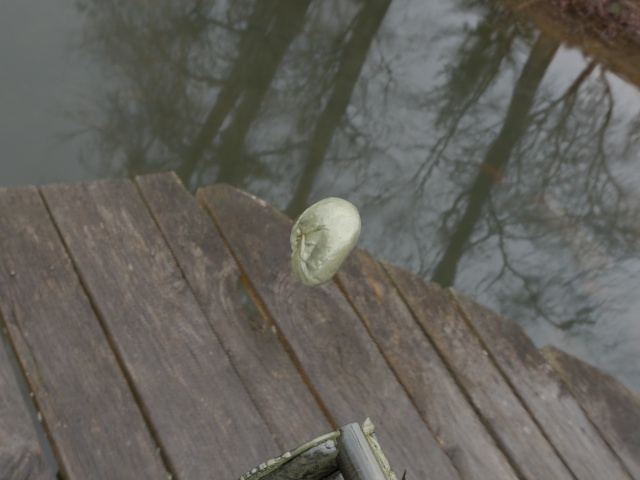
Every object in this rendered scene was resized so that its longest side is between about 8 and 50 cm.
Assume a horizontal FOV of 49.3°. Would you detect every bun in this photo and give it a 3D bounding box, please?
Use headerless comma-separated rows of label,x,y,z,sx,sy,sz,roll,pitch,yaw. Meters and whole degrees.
bun,0.000,0.000,1.407,0.111,0.188,0.164,22,25,-25

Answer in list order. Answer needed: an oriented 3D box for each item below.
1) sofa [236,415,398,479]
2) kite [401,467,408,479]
sofa,-0.004,0.387,0.952,0.200,0.258,0.182,62,20,18
kite,0.145,0.527,1.227,0.014,0.183,0.241,10,66,-27
